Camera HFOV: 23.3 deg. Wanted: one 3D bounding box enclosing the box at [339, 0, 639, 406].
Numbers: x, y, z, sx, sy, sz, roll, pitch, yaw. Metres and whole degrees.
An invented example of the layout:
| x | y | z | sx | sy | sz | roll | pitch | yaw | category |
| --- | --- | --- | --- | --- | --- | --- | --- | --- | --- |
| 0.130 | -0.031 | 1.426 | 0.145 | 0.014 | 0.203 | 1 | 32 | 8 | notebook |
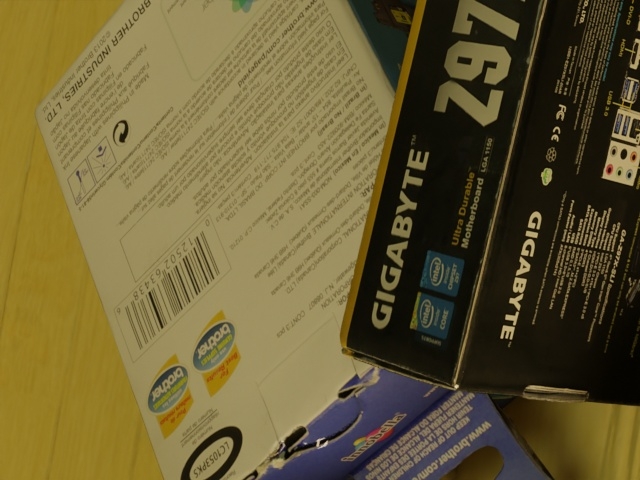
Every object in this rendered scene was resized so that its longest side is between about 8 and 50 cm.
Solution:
| x | y | z | sx | sy | sz | roll | pitch | yaw | category |
| --- | --- | --- | --- | --- | --- | --- | --- | --- | --- |
| 0.154 | -0.082 | 0.727 | 0.079 | 0.257 | 0.321 | 16 | 95 | 44 | box |

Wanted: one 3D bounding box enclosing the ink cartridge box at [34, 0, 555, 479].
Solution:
| x | y | z | sx | sy | sz | roll | pitch | yaw | category |
| --- | --- | --- | --- | --- | --- | --- | --- | --- | --- |
| 0.000 | 0.000 | 0.938 | 0.270 | 0.151 | 0.395 | -44 | 54 | 31 | ink cartridge box |
